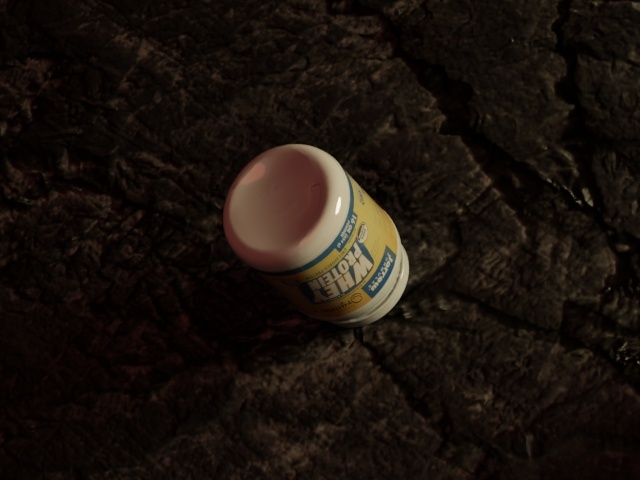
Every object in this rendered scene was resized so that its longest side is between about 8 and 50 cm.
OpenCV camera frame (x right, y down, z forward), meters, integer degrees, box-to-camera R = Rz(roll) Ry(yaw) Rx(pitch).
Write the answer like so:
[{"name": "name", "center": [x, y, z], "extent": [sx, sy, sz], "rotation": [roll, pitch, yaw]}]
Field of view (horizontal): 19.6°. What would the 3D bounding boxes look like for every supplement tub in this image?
[{"name": "supplement tub", "center": [0.000, 0.000, 1.983], "extent": [0.144, 0.200, 0.144], "rotation": [-13, 60, 23]}]
